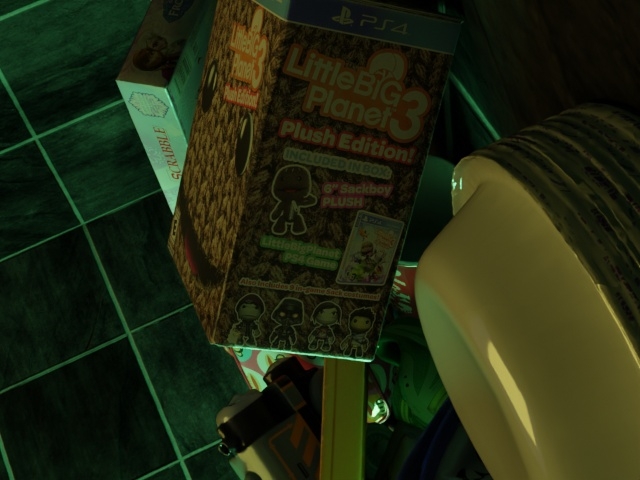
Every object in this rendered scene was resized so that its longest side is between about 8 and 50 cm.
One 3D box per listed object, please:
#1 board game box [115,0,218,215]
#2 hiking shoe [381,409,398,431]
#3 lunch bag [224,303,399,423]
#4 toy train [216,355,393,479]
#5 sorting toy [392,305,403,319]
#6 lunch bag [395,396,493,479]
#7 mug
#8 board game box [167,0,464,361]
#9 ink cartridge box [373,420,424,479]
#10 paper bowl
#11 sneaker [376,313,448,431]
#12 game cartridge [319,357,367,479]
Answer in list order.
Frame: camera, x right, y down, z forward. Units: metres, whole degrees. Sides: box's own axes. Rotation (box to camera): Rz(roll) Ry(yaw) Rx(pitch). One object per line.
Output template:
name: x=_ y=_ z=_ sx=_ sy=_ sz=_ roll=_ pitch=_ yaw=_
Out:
board game box: x=-0.133 y=-0.219 z=1.430 sx=0.318 sy=0.066 sz=0.318 roll=78 pitch=-153 yaw=-58
hiking shoe: x=0.117 y=0.307 z=2.126 sx=0.227 sy=0.086 sz=0.114 roll=-133 pitch=33 yaw=-52
lunch bag: x=-0.035 y=0.112 z=1.523 sx=0.120 sy=0.258 sz=0.293 roll=-59 pitch=-40 yaw=-45
toy train: x=0.010 y=0.305 z=1.414 sx=0.334 sy=0.190 sz=0.142 roll=55 pitch=138 yaw=6
sorting toy: x=0.127 y=0.162 z=1.632 sx=0.196 sy=0.047 sz=0.347 roll=-122 pitch=10 yaw=-46
lunch bag: x=0.204 y=0.317 z=0.917 sx=0.385 sy=0.239 sz=0.327 roll=-93 pitch=-17 yaw=-64
mug: x=0.091 y=0.021 z=1.099 sx=0.169 sy=0.113 sz=0.150 roll=72 pitch=-147 yaw=-65
board game box: x=-0.019 y=-0.079 z=0.980 sx=0.232 sy=0.141 sz=0.291 roll=-130 pitch=51 yaw=-65
ink cartridge box: x=0.129 y=0.293 z=1.268 sx=0.176 sy=0.128 sz=0.127 roll=-77 pitch=8 yaw=-75
paper bowl: x=0.160 y=0.070 z=0.708 sx=0.284 sy=0.148 sz=0.284 roll=155 pitch=90 yaw=-84
sneaker: x=0.147 y=0.187 z=1.261 sx=0.295 sy=0.124 sz=0.109 roll=56 pitch=168 yaw=49
game cartridge: x=0.025 y=0.193 z=1.213 sx=0.323 sy=0.053 sz=0.285 roll=80 pitch=-169 yaw=-68
